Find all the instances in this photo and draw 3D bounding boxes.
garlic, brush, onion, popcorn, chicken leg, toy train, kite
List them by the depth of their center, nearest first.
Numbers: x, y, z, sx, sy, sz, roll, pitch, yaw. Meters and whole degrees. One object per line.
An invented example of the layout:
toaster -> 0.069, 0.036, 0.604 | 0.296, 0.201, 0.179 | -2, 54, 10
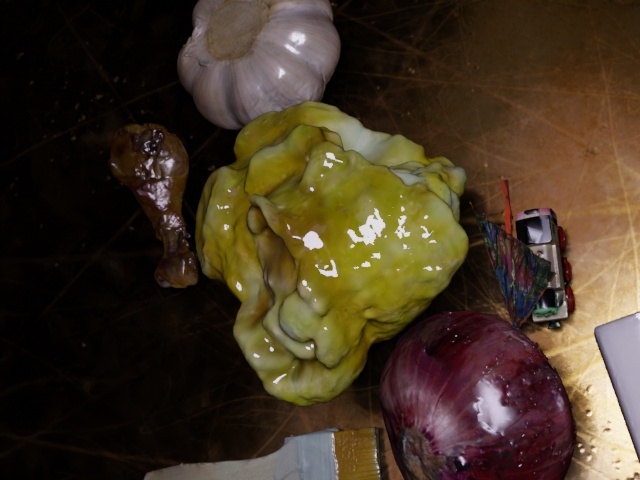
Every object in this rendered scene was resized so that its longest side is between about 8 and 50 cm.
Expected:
onion -> 0.184, 0.198, 1.173 | 0.252, 0.219, 0.252 | 18, 113, 51
kite -> 0.218, 0.019, 1.224 | 0.009, 0.232, 0.189 | -11, 108, -13
toy train -> 0.261, 0.032, 1.227 | 0.050, 0.087, 0.138 | -10, 75, 23
popcorn -> 0.012, 0.001, 1.254 | 0.334, 0.293, 0.292 | -114, 34, -55
brush -> -0.081, 0.294, 1.340 | 0.336, 0.020, 0.086 | -11, 75, 20
garlic -> -0.074, -0.243, 1.387 | 0.227, 0.152, 0.228 | -6, 78, 28
chicken leg -> -0.219, -0.051, 1.446 | 0.107, 0.087, 0.252 | -26, 75, 36

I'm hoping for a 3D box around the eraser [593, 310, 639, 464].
eraser -> 0.419, 0.196, 1.122 | 0.174, 0.095, 0.270 | -19, 71, 10
